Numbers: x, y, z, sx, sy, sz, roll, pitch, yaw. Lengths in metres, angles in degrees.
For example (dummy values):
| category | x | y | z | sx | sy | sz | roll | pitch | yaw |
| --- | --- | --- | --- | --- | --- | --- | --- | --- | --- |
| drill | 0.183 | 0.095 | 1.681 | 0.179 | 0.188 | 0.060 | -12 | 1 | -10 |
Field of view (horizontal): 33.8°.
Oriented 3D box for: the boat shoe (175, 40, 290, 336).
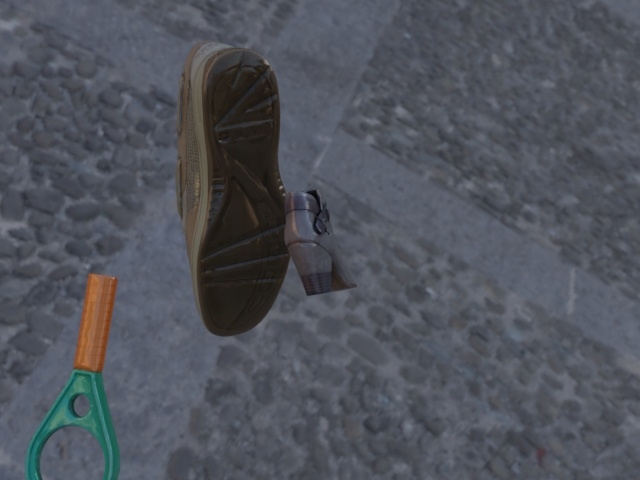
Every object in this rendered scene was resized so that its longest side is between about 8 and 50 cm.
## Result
| category | x | y | z | sx | sy | sz | roll | pitch | yaw |
| --- | --- | --- | --- | --- | --- | --- | --- | --- | --- |
| boat shoe | -0.107 | -0.058 | 1.217 | 0.121 | 0.341 | 0.110 | -8 | 22 | -30 |

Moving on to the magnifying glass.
| category | x | y | z | sx | sy | sz | roll | pitch | yaw |
| --- | --- | --- | --- | --- | --- | --- | --- | --- | --- |
| magnifying glass | -0.224 | 0.147 | 0.997 | 0.092 | 0.231 | 0.026 | 7 | -7 | 16 |

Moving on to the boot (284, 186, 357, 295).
| category | x | y | z | sx | sy | sz | roll | pitch | yaw |
| --- | --- | --- | --- | --- | --- | --- | --- | --- | --- |
| boot | 0.000 | 0.000 | 0.863 | 0.118 | 0.042 | 0.087 | 4 | 76 | -78 |
